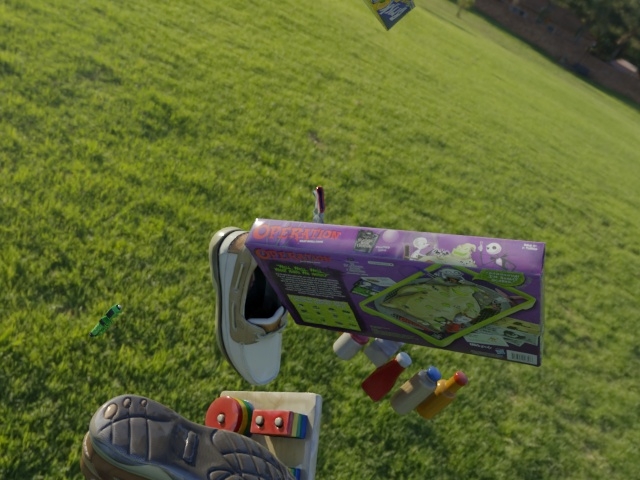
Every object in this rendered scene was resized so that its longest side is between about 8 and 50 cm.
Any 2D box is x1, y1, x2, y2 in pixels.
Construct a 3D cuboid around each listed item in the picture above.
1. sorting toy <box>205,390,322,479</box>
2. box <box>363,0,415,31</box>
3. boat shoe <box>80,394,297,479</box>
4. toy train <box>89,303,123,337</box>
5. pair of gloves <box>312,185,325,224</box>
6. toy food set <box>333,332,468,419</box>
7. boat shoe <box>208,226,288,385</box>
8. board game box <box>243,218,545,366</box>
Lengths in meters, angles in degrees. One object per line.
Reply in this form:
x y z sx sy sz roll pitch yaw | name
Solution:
-0.138 0.426 1.121 0.089 0.255 0.257 34 55 -49 | sorting toy
0.079 -0.334 0.746 0.059 0.054 0.169 53 16 5 | box
-0.161 0.320 0.749 0.324 0.116 0.123 32 22 -10 | boat shoe
-0.349 0.132 0.922 0.017 0.083 0.023 49 26 5 | toy train
0.000 0.000 0.964 0.023 0.159 0.198 -5 72 -2 | pair of gloves
0.121 0.192 0.940 0.232 0.104 0.111 47 31 14 | toy food set
-0.114 0.129 0.974 0.113 0.303 0.103 -29 30 -35 | boat shoe
0.096 0.064 0.711 0.346 0.208 0.056 6 59 24 | board game box
